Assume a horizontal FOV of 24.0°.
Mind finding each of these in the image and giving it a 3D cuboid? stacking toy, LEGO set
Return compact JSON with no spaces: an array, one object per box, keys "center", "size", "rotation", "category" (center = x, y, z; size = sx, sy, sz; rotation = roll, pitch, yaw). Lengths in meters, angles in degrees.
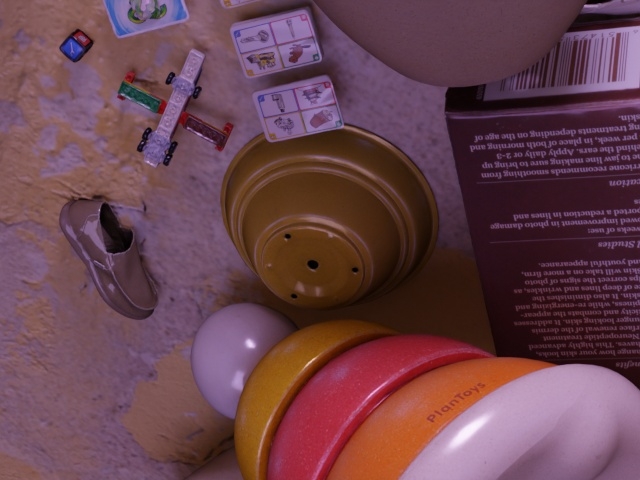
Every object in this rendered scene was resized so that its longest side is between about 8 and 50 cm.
[{"center":[0.044,0.181,1.376],"size":[0.480,0.350,0.350],"rotation":[35,144,45],"category":"stacking toy"},{"center":[-0.112,-0.168,1.380],"size":[0.244,0.060,0.182],"rotation":[-12,111,19],"category":"LEGO set"}]

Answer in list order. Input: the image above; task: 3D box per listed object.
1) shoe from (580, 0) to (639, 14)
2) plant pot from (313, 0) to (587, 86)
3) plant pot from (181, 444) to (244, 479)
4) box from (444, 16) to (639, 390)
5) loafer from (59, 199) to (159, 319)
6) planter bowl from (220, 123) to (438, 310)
[{"center":[0.221,-0.216,1.243],"size":[0.219,0.058,0.076],"rotation":[3,127,11],"category":"shoe"},{"center":[0.102,-0.228,1.121],"size":[0.284,0.284,0.191],"rotation":[-4,127,16],"category":"plant pot"},{"center":[-0.032,0.300,1.593],"size":[0.256,0.256,0.274],"rotation":[36,110,-14],"category":"plant pot"},{"center":[0.242,-0.003,1.335],"size":[0.191,0.143,0.381],"rotation":[-3,127,17],"category":"box"},{"center":[-0.206,0.019,1.519],"size":[0.050,0.056,0.148],"rotation":[-19,120,32],"category":"loafer"},{"center":[0.000,0.000,1.436],"size":[0.217,0.090,0.217],"rotation":[6,127,8],"category":"planter bowl"}]
